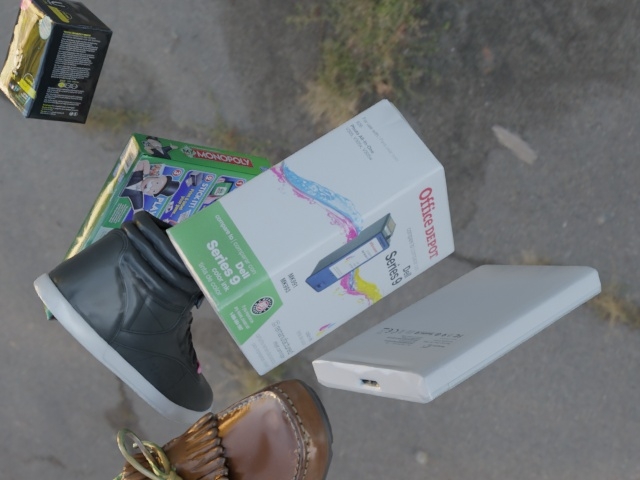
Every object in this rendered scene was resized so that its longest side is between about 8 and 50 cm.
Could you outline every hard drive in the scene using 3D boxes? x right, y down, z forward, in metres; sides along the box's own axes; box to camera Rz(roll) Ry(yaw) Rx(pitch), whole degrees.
[{"bbox_3d":[0.168,0.104,1.261,0.203,0.308,0.040,-1,110,53],"label":"hard drive"}]

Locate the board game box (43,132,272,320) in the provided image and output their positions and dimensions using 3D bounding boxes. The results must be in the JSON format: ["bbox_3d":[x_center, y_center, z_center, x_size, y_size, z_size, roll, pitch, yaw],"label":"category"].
[{"bbox_3d":[-0.227,-0.001,1.434,0.317,0.214,0.046,-54,47,30],"label":"board game box"}]

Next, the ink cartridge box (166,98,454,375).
[{"bbox_3d":[0.000,0.000,0.869,0.093,0.212,0.154,53,171,28],"label":"ink cartridge box"}]

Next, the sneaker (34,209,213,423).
[{"bbox_3d":[-0.148,0.082,1.057,0.104,0.147,0.295,47,175,40],"label":"sneaker"}]

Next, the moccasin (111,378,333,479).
[{"bbox_3d":[-0.134,0.244,0.981,0.380,0.147,0.139,-33,67,37],"label":"moccasin"}]

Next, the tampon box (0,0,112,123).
[{"bbox_3d":[-0.410,-0.280,1.589,0.120,0.101,0.161,42,119,39],"label":"tampon box"}]
